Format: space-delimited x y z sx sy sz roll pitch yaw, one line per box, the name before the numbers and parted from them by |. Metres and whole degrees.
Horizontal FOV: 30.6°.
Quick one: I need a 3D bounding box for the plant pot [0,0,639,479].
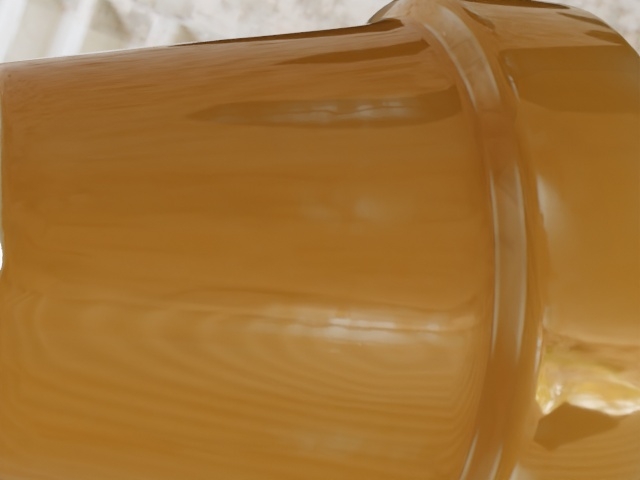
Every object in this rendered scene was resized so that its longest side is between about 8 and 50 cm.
plant pot | -0.017 0.014 0.385 0.188 0.205 0.205 3 -167 -19
